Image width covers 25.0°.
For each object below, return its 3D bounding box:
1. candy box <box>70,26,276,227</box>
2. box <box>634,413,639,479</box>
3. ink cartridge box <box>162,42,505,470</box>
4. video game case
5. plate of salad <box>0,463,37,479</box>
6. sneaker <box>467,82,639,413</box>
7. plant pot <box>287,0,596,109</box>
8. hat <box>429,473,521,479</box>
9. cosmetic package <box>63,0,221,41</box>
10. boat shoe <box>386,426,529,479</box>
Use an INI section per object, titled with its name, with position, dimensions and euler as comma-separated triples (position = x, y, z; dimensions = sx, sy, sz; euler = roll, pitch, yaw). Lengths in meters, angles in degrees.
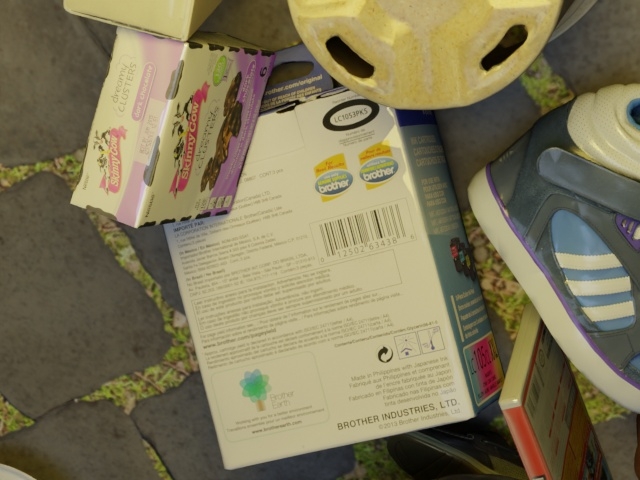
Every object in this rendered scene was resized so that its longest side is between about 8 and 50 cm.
[candy box]
position = -0.126, -0.103, 1.284
dimensions = 0.070, 0.196, 0.165
euler = 21, 102, 18
[box]
position = 0.510, 0.302, 1.490
dimensions = 0.381, 0.191, 0.143
euler = 36, 116, -8
[ink cartridge box]
position = 0.000, 0.000, 1.429
dimensions = 0.270, 0.151, 0.396
euler = -15, 91, 19
[video game case]
position = 0.256, 0.230, 1.499
dimensions = 0.025, 0.204, 0.285
euler = -15, 111, 23
[plate of salad]
position = -0.379, 0.344, 1.773
dimensions = 0.199, 0.048, 0.200
euler = 10, 124, 16
[sneaker]
position = 0.322, 0.000, 1.417
dimensions = 0.236, 0.130, 0.323
euler = -34, 99, 28
[plant pot]
position = 0.103, -0.265, 1.241
dimensions = 0.333, 0.305, 0.334
euler = 5, 115, 10
[hat]
position = 0.148, 0.401, 1.585
dimensions = 0.331, 0.134, 0.331
euler = -1, 97, -10
[cosmetic package]
position = -0.117, -0.302, 1.267
dimensions = 0.113, 0.309, 0.160
euler = 15, 118, 5
[boat shoe]
position = 0.181, 0.248, 1.599
dimensions = 0.223, 0.073, 0.080
euler = 25, 142, -4
